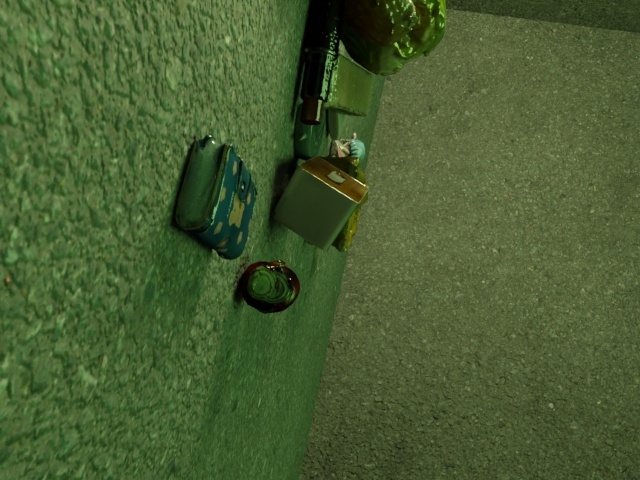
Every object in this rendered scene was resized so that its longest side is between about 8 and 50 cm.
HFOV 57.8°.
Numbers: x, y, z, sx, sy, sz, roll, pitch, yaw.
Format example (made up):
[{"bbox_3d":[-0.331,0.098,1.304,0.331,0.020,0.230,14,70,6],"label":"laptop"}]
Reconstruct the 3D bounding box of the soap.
[{"bbox_3d":[0.070,-0.185,1.818,0.304,0.169,0.339,-70,169,-49],"label":"soap"}]

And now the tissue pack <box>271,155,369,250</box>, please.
[{"bbox_3d":[0.004,-0.092,1.374,0.136,0.159,0.246,-58,179,16],"label":"tissue pack"}]

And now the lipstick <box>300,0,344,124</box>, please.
[{"bbox_3d":[-0.001,-0.412,1.317,0.081,0.081,0.300,8,91,-82],"label":"lipstick"}]

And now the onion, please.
[{"bbox_3d":[-0.100,0.089,1.153,0.119,0.117,0.118,-59,-173,12],"label":"onion"}]

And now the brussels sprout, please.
[{"bbox_3d":[0.178,-0.612,1.575,0.268,0.344,0.344,-36,148,-29],"label":"brussels sprout"}]

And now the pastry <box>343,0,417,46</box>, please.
[{"bbox_3d":[0.116,-0.569,1.341,0.121,0.257,0.235,-45,-154,-6],"label":"pastry"}]

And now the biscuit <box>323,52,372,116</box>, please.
[{"bbox_3d":[0.062,-0.418,1.591,0.426,0.078,0.144,-20,119,-71],"label":"biscuit"}]

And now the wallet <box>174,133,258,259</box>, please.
[{"bbox_3d":[-0.143,-0.057,0.848,0.202,0.059,0.141,65,34,-76],"label":"wallet"}]

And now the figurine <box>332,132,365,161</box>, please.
[{"bbox_3d":[0.078,-0.258,2.015,0.260,0.102,0.205,-52,151,-53],"label":"figurine"}]

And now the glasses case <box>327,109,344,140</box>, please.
[{"bbox_3d":[0.049,-0.394,1.807,0.197,0.049,0.076,85,19,-58],"label":"glasses case"}]

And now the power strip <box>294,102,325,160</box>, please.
[{"bbox_3d":[-0.029,-0.267,1.442,0.216,0.044,0.137,-37,137,-79],"label":"power strip"}]

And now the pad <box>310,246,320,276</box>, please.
[{"bbox_3d":[-0.001,0.000,2.128,0.159,0.009,0.265,-20,120,-80],"label":"pad"}]
